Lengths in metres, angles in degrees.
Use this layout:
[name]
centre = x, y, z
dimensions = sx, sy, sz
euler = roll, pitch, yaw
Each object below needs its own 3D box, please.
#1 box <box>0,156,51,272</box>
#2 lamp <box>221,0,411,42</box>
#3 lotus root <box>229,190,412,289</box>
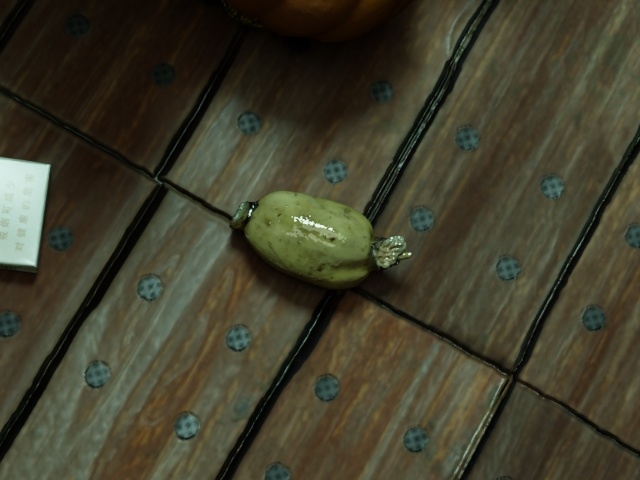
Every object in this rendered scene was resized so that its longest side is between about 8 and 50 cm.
[box]
centre = -0.306, -0.029, 1.506
dimensions = 0.167, 0.024, 0.090
euler = 8, 74, -5
[lamp]
centre = -0.013, -0.263, 1.518
dimensions = 0.223, 0.196, 0.223
euler = 25, 39, -22
[lotus root]
centre = 0.000, 0.000, 1.520
dimensions = 0.152, 0.063, 0.072
euler = 12, 64, 0
